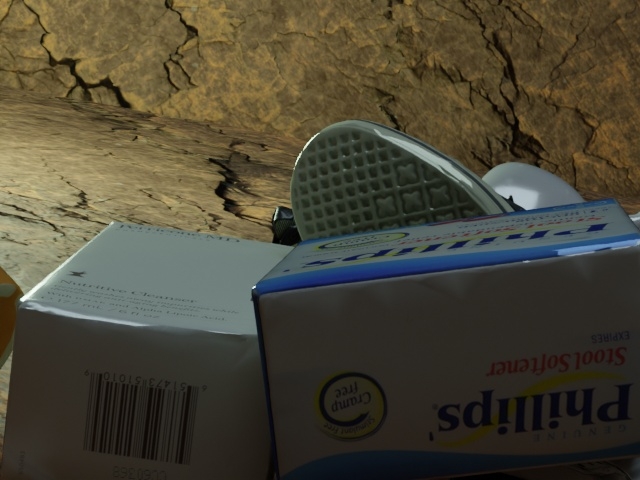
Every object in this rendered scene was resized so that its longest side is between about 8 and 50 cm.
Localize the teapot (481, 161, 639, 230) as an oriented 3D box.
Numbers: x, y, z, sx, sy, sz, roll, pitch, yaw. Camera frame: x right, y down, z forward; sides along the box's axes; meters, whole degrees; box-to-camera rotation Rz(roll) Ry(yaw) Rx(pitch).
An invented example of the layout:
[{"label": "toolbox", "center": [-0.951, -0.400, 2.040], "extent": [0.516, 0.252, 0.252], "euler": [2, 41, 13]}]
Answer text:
[{"label": "teapot", "center": [0.243, 0.047, 1.859], "extent": [0.187, 0.256, 0.252], "euler": [26, 4, 20]}]

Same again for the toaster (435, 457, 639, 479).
[{"label": "toaster", "center": [0.179, 0.195, 1.262], "extent": [0.227, 0.129, 0.146], "euler": [14, 13, 32]}]

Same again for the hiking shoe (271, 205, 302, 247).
[{"label": "hiking shoe", "center": [0.000, 0.000, 1.879], "extent": [0.227, 0.114, 0.086], "euler": [-36, 21, -1]}]

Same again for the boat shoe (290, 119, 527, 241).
[{"label": "boat shoe", "center": [0.185, 0.066, 1.514], "extent": [0.500, 0.187, 0.156], "euler": [36, 19, 9]}]

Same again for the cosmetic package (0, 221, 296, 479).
[{"label": "cosmetic package", "center": [-0.125, 0.097, 1.421], "extent": [0.217, 0.156, 0.385], "euler": [8, 11, 0]}]

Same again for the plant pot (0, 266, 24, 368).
[{"label": "plant pot", "center": [-0.366, 0.046, 1.421], "extent": [0.188, 0.205, 0.205], "euler": [30, 17, 19]}]

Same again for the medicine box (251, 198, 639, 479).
[{"label": "medicine box", "center": [0.106, 0.069, 1.194], "extent": [0.263, 0.149, 0.289], "euler": [-8, 5, 7]}]
